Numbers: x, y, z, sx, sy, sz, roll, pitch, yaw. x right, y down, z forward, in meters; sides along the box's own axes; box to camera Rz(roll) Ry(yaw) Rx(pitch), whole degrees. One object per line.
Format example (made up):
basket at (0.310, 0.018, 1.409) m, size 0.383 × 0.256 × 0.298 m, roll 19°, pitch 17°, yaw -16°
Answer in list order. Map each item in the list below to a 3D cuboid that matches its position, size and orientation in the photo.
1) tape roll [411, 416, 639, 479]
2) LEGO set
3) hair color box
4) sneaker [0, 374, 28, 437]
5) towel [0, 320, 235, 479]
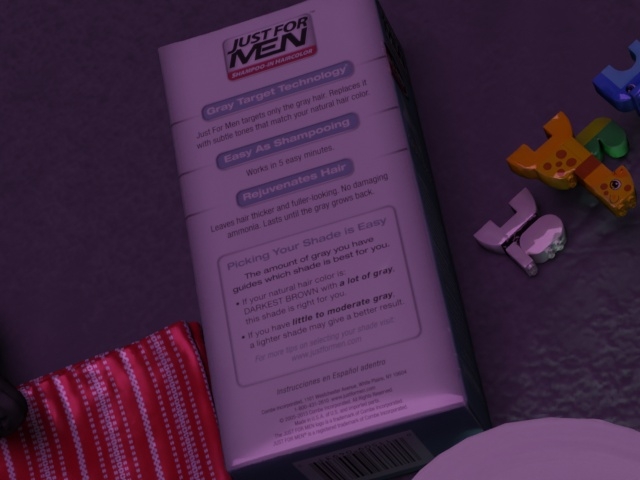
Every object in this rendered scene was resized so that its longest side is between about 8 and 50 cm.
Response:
tape roll at (0.164, 0.260, 1.193) m, size 0.286 × 0.100 × 0.286 m, roll 2°, pitch 56°, yaw -3°
LEGO set at (0.223, -0.060, 1.388) m, size 0.227 × 0.087 × 0.093 m, roll -42°, pitch 59°, yaw -2°
hair color box at (0.000, 0.000, 1.422) m, size 0.185 × 0.113 × 0.374 m, roll -17°, pitch 62°, yaw 11°
sneaker at (-0.300, 0.089, 1.483) m, size 0.234 × 0.078 × 0.106 m, roll 14°, pitch 55°, yaw 45°
towel at (-0.203, 0.191, 1.450) m, size 0.275 × 0.031 × 0.198 m, roll -21°, pitch 62°, yaw 9°
